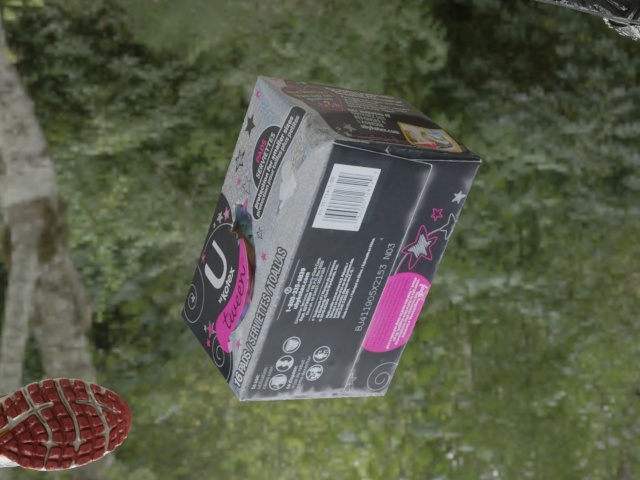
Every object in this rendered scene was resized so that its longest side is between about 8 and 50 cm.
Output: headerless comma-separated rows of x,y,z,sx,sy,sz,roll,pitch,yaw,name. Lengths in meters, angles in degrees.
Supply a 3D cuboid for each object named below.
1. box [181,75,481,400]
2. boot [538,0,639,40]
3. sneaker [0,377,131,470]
0.000,0.000,0.958,0.163,0.247,0.142,4,-153,-34,box
0.304,-0.313,1.229,0.348,0.131,0.260,32,-159,25,boot
-0.298,0.179,1.064,0.225,0.088,0.093,-4,179,-7,sneaker
